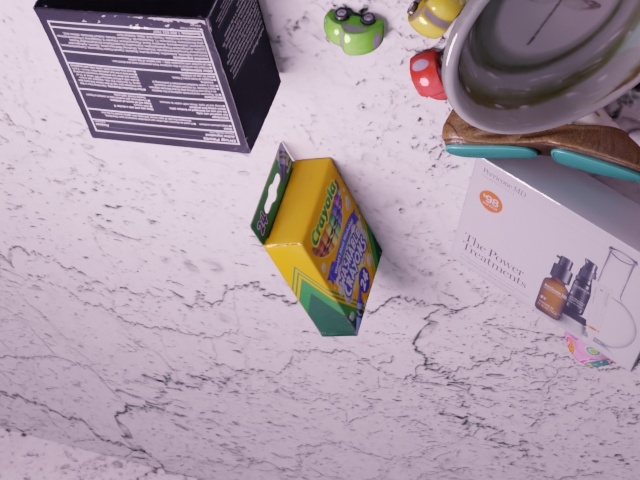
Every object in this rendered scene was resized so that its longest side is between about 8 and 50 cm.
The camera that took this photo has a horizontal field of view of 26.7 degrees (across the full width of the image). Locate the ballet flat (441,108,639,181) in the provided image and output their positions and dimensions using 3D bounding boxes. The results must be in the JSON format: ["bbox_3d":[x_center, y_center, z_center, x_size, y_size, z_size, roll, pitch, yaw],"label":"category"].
[{"bbox_3d":[0.361,-0.174,2.104,0.342,0.124,0.116,10,174,18],"label":"ballet flat"}]

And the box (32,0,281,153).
[{"bbox_3d":[-0.249,-0.308,2.142,0.296,0.182,0.294,7,142,18],"label":"box"}]

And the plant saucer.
[{"bbox_3d":[0.333,-0.316,1.846,0.401,0.100,0.400,-18,145,-13],"label":"plant saucer"}]

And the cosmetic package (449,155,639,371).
[{"bbox_3d":[0.412,0.016,2.244,0.377,0.097,0.284,33,145,18],"label":"cosmetic package"}]

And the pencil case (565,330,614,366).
[{"bbox_3d":[0.533,0.119,2.421,0.124,0.124,0.284,18,146,0],"label":"pencil case"}]

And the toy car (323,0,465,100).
[{"bbox_3d":[0.109,-0.306,2.095,0.225,0.053,0.239,11,144,11],"label":"toy car"}]

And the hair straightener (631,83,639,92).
[{"bbox_3d":[0.380,-0.258,2.042,0.230,0.047,0.089,10,144,11],"label":"hair straightener"}]

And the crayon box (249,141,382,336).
[{"bbox_3d":[0.000,0.000,2.429,0.083,0.203,0.323,-4,140,28],"label":"crayon box"}]
